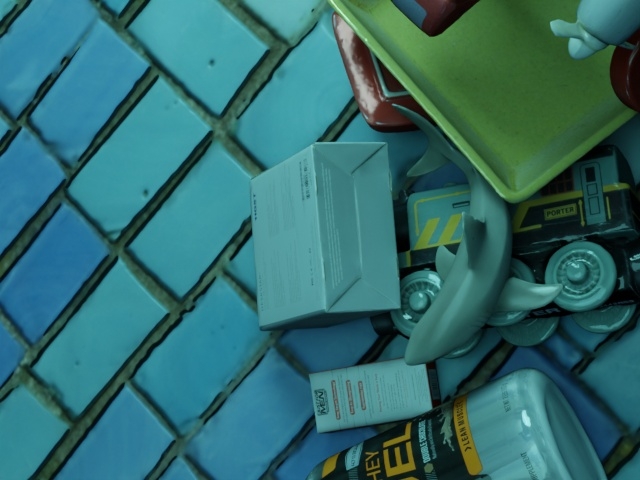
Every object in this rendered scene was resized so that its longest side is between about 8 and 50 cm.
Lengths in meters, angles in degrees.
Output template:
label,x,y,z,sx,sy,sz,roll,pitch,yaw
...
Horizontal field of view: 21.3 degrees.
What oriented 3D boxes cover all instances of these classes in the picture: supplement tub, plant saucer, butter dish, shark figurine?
label,x,y,z,sx,sy,sz,roll,pitch,yaw
supplement tub,0.124,0.290,1.809,0.338,0.207,0.207,-28,76,16
plant saucer,0.219,-0.238,1.835,0.333,0.081,0.333,-37,76,-13
butter dish,0.094,-0.180,1.918,0.160,0.118,0.160,-9,64,-17
shark figurine,0.151,-0.021,1.751,0.166,0.116,0.278,-11,61,20

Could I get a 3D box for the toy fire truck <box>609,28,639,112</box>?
label,x,y,z,sx,sy,sz,roll,pitch,yaw
toy fire truck,0.458,-0.192,1.700,0.302,0.254,0.169,-66,28,8

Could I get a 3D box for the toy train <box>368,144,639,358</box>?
label,x,y,z,sx,sy,sz,roll,pitch,yaw
toy train,0.206,0.013,1.850,0.334,0.142,0.190,-11,69,22

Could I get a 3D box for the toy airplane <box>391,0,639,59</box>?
label,x,y,z,sx,sy,sz,roll,pitch,yaw
toy airplane,0.186,-0.353,1.590,0.386,0.272,0.384,9,124,38

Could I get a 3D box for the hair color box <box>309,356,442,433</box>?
label,x,y,z,sx,sy,sz,roll,pitch,yaw
hair color box,0.063,0.174,1.931,0.141,0.043,0.072,-11,82,19

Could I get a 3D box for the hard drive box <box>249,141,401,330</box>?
label,x,y,z,sx,sy,sz,roll,pitch,yaw
hard drive box,0.000,0.000,1.870,0.089,0.232,0.181,-2,84,-20
